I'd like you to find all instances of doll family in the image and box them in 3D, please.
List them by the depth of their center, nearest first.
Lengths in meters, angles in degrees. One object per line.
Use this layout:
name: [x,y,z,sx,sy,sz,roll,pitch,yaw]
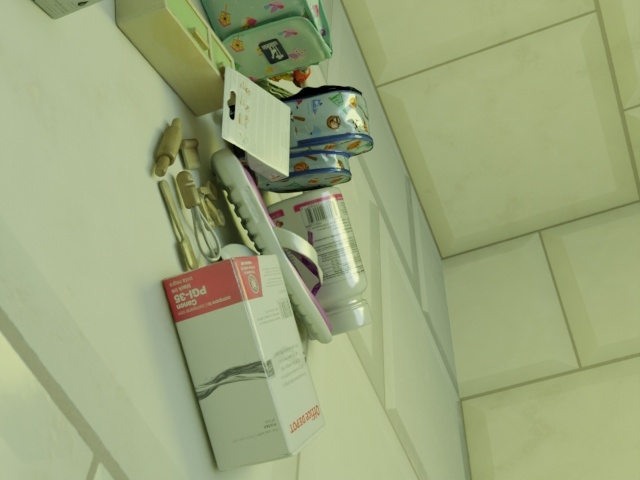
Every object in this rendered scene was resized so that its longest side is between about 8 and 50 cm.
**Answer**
doll family: [-0.098,-0.469,2.073,0.163,0.118,0.263,127,-46,-69]

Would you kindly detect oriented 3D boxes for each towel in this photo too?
towel: [-0.091,-0.323,1.937,0.110,0.027,0.148,24,7,-24]

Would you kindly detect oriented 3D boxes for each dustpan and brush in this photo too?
dustpan and brush: [-0.122,0.057,1.519,0.147,0.060,0.211,58,22,-8]

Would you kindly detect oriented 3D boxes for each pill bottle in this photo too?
pill bottle: [0.002,0.047,1.772,0.160,0.160,0.283,-10,83,-76]

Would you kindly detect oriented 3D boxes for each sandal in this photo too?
sandal: [-0.057,0.010,1.565,0.416,0.102,0.169,61,-7,-24]

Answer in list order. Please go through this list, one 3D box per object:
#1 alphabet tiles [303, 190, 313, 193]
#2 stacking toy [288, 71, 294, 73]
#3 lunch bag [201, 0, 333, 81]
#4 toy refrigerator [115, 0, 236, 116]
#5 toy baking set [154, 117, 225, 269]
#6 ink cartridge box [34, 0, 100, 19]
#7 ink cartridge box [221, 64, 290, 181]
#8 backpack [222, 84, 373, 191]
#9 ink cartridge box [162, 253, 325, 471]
alphabet tiles: [0.024,-0.011,2.250,0.342,0.011,0.285,56,21,-49]
stacking toy: [-0.089,-0.452,2.267,0.221,0.052,0.167,38,35,-64]
lunch bag: [-0.110,-0.471,1.832,0.160,0.223,0.262,-54,128,-66]
toy refrigerator: [-0.229,-0.328,1.461,0.269,0.094,0.102,51,25,-58]
toy baking set: [-0.199,-0.075,1.382,0.256,0.030,0.197,-84,149,-59]
ink cartridge box: [-0.284,-0.352,1.088,0.104,0.180,0.060,42,34,-64]
ink cartridge box: [-0.122,-0.199,1.532,0.179,0.045,0.146,26,57,-47]
backpack: [-0.027,-0.205,1.747,0.276,0.263,0.213,-18,91,-77]
ink cartridge box: [-0.105,0.171,1.291,0.207,0.117,0.283,0,73,-76]
